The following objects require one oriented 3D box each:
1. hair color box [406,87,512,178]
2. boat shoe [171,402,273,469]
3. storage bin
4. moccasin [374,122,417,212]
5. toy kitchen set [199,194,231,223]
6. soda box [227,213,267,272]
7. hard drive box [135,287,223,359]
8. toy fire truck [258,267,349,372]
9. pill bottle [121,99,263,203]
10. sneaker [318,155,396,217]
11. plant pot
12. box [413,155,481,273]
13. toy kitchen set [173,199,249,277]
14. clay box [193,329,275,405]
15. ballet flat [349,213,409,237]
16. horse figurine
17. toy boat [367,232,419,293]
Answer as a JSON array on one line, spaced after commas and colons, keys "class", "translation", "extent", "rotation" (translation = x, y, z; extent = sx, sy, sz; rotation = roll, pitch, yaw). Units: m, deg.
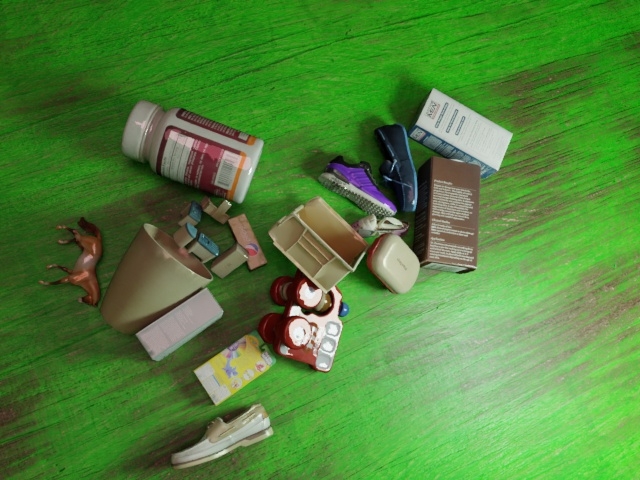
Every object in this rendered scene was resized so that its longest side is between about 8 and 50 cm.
[{"class": "hair color box", "translation": [0.513, -0.393, 1.924], "extent": [0.347, 0.105, 0.173], "rotation": [28, 73, -5]}, {"class": "boat shoe", "translation": [-0.295, 0.572, 1.524], "extent": [0.303, 0.113, 0.103], "rotation": [-14, 79, -26]}, {"class": "storage bin", "translation": [0.000, 0.000, 1.631], "extent": [0.260, 0.262, 0.123], "rotation": [44, 113, 0]}, {"class": "moccasin", "translation": [0.257, -0.250, 1.838], "extent": [0.117, 0.137, 0.341], "rotation": [-4, 64, -9]}, {"class": "toy kitchen set", "translation": [-0.329, -0.112, 1.669], "extent": [0.068, 0.075, 0.083], "rotation": [-48, 124, 5]}, {"class": "soda box", "translation": [-0.239, 0.008, 1.688], "extent": [0.061, 0.058, 0.181], "rotation": [-24, 84, -17]}, {"class": "hard drive box", "translation": [-0.408, 0.250, 1.530], "extent": [0.232, 0.181, 0.089], "rotation": [-34, 85, -18]}, {"class": "toy fire truck", "translation": [-0.032, 0.243, 1.644], "extent": [0.254, 0.169, 0.302], "rotation": [26, 72, -31]}, {"class": "pill bottle", "translation": [-0.396, -0.281, 1.633], "extent": [0.393, 0.224, 0.223], "rotation": [20, 74, -7]}, {"class": "sneaker", "translation": [0.153, -0.199, 1.800], "extent": [0.294, 0.102, 0.146], "rotation": [31, 72, -5]}, {"class": "plant pot", "translation": [-0.502, 0.135, 1.522], "extent": [0.256, 0.256, 0.274], "rotation": [41, 90, -1]}, {"class": "box", "translation": [0.440, -0.086, 1.822], "extent": [0.191, 0.143, 0.381], "rotation": [10, 77, -10]}, {"class": "toy kitchen set", "translation": [-0.337, -0.019, 1.642], "extent": [0.207, 0.122, 0.166], "rotation": [42, 25, -29]}, {"class": "clay box", "translation": [-0.260, 0.387, 1.596], "extent": [0.222, 0.053, 0.127], "rotation": [-33, 86, -16]}, {"class": "ballet flat", "translation": [0.202, -0.052, 1.787], "extent": [0.222, 0.079, 0.076], "rotation": [1, 51, -13]}, {"class": "horse figurine", "translation": [-0.725, 0.055, 1.565], "extent": [0.175, 0.066, 0.263], "rotation": [14, 77, -3]}, {"class": "toy boat", "translation": [0.221, 0.077, 1.734], "extent": [0.231, 0.151, 0.151], "rotation": [46, 68, -33]}]
